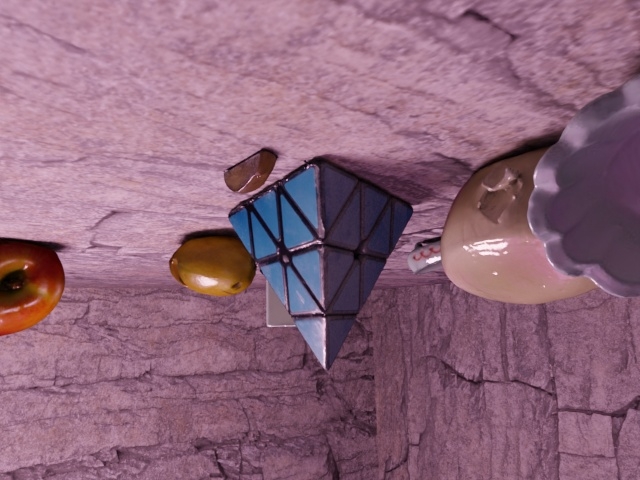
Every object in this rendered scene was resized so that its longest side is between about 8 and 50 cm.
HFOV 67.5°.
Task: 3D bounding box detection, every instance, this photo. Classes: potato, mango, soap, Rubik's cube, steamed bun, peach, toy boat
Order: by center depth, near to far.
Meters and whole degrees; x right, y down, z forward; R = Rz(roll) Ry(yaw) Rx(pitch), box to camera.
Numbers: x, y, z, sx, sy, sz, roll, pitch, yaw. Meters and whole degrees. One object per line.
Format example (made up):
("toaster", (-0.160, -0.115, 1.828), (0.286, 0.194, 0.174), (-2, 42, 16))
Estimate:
("toy boat", (0.318, -0.059, 0.377), (0.291, 0.199, 0.100), (-11, -155, 27))
("potato", (-0.077, -0.073, 0.558), (0.037, 0.036, 0.093), (9, 165, -36))
("steamed bun", (0.229, -0.022, 0.574), (0.153, 0.169, 0.239), (26, 159, -18))
("Rubik's cube", (0.000, -0.002, 0.710), (0.233, 0.228, 0.228), (40, 110, -18))
("soap", (-0.042, 0.067, 0.933), (0.119, 0.197, 0.066), (-4, 170, 15))
("mango", (-0.250, 0.056, 1.066), (0.167, 0.129, 0.262), (11, 170, -32))
("peach", (-0.735, 0.099, 1.089), (0.249, 0.245, 0.275), (39, 159, -32))
("toy boat", (0.304, 0.022, 1.180), (0.134, 0.078, 0.208), (-4, 164, -43))
